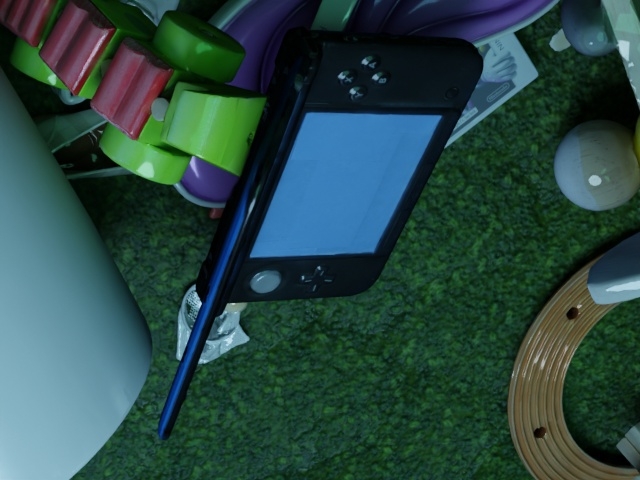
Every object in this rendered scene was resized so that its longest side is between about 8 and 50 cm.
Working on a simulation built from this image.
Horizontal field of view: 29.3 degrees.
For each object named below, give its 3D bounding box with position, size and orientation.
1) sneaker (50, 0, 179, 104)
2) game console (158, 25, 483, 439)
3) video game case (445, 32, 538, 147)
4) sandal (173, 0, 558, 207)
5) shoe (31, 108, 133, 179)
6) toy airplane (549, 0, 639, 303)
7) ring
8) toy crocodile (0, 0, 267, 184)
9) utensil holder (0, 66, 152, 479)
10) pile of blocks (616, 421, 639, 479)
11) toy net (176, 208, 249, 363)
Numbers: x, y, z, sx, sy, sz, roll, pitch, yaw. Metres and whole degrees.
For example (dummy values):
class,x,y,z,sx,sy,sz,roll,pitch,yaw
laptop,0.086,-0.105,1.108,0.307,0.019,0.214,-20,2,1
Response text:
class,x,y,z,sx,sy,sz,roll,pitch,yaw
sneaker,-0.164,-0.169,1.012,0.053,0.061,0.152,38,96,-24
game console,0.000,0.000,0.956,0.250,0.173,0.293,-2,138,-26
video game case,0.081,-0.159,1.108,0.190,0.022,0.173,-37,116,1
sandal,0.045,-0.172,1.013,0.416,0.102,0.169,-35,117,-6
shoe,-0.149,-0.089,1.050,0.219,0.058,0.077,-13,115,-10
toy airplane,0.316,-0.058,1.065,0.384,0.272,0.386,16,76,-44
ring,0.353,0.143,1.307,0.336,0.032,0.337,-6,114,-14
toy crocodile,-0.162,-0.144,0.894,0.105,0.340,0.115,7,118,-55
utensil holder,-0.340,-0.004,0.885,0.327,0.327,0.385,-29,118,-3
pile of blocks,0.429,0.128,1.234,0.362,0.113,0.149,-40,159,0
toy net,-0.073,0.022,1.125,0.122,0.045,0.232,30,101,-25
